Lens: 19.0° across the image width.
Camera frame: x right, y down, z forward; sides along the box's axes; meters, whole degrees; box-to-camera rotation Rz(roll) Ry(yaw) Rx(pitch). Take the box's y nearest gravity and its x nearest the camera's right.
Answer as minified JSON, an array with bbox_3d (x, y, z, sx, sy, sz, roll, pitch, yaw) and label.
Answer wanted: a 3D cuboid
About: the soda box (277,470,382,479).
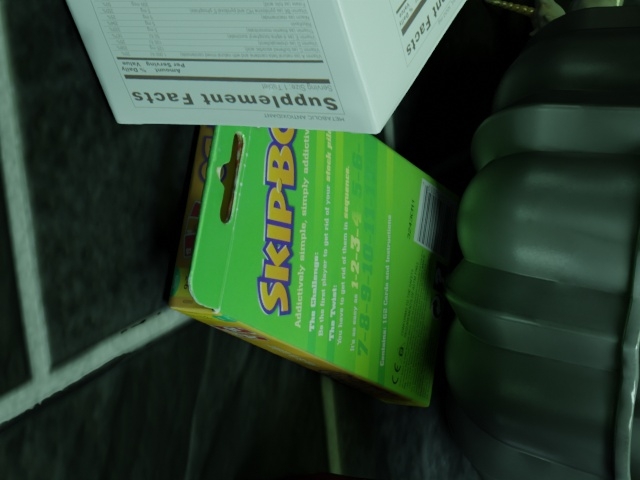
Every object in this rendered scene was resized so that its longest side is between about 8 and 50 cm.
[{"bbox_3d":[0.088,0.169,0.907,0.083,0.263,0.092,1,91,-61],"label":"soda box"}]

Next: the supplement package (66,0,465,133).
[{"bbox_3d":[-0.039,-0.179,0.776,0.134,0.139,0.244,-57,141,-40],"label":"supplement package"}]

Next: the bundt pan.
[{"bbox_3d":[0.159,0.014,1.126,0.331,0.124,0.331,8,90,-71],"label":"bundt pan"}]

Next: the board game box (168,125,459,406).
[{"bbox_3d":[0.000,0.000,0.970,0.259,0.039,0.124,32,65,-61],"label":"board game box"}]

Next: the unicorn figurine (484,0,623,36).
[{"bbox_3d":[0.172,-0.136,1.239,0.162,0.060,0.111,62,41,-43],"label":"unicorn figurine"}]
